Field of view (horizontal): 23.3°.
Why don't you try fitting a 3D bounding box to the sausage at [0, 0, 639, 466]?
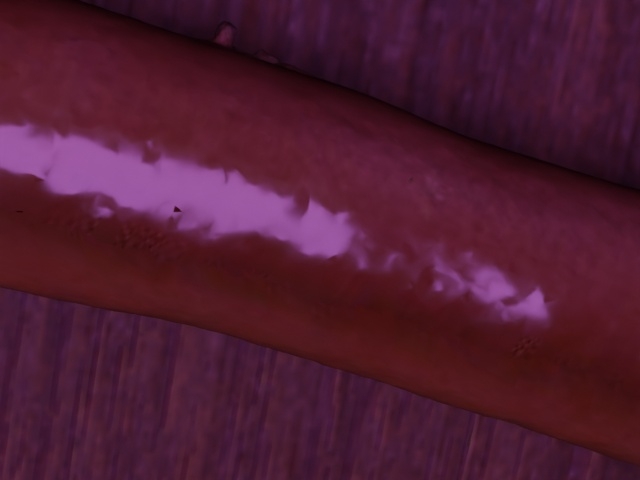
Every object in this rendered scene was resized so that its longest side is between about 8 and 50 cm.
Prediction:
[{"bbox_3d":[0.000,0.000,0.461,0.419,0.094,0.094,16,140,-12],"label":"sausage"}]
